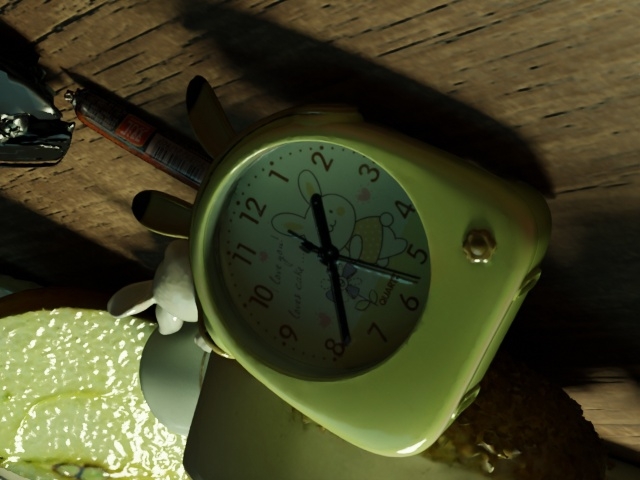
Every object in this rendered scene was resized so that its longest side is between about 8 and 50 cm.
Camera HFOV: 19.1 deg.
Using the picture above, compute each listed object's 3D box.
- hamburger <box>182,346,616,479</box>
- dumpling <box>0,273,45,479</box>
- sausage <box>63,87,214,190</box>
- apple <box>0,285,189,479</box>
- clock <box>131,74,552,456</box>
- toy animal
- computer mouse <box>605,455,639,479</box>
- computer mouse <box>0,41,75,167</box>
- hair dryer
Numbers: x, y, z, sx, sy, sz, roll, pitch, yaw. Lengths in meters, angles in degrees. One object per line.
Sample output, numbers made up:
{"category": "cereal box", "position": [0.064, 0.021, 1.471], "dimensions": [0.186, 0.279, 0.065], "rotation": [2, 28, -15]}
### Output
{"category": "hamburger", "position": [0.050, 0.131, 1.240], "dimensions": [0.276, 0.179, 0.294], "rotation": [22, 175, 10]}
{"category": "dumpling", "position": [-0.269, 0.148, 1.823], "dimensions": [0.204, 0.163, 0.293], "rotation": [9, 141, 55]}
{"category": "sausage", "position": [-0.081, -0.048, 1.244], "dimensions": [0.198, 0.028, 0.025], "rotation": [28, -166, 2]}
{"category": "apple", "position": [-0.170, 0.152, 1.648], "dimensions": [0.346, 0.179, 0.254], "rotation": [29, 162, -18]}
{"category": "clock", "position": [0.000, 0.000, 1.061], "dimensions": [0.232, 0.170, 0.069], "rotation": [31, -160, 13]}
{"category": "toy animal", "position": [-0.086, 0.038, 1.405], "dimensions": [0.124, 0.085, 0.071], "rotation": [19, 176, 43]}
{"category": "computer mouse", "position": [0.294, 0.257, 1.379], "dimensions": [0.331, 0.095, 0.197], "rotation": [21, 155, 24]}
{"category": "computer mouse", "position": [-0.269, -0.105, 1.296], "dimensions": [0.242, 0.077, 0.146], "rotation": [19, 160, 29]}
{"category": "hair dryer", "position": [0.001, 0.207, 1.513], "dimensions": [0.173, 0.107, 0.357], "rotation": [2, 128, 52]}
